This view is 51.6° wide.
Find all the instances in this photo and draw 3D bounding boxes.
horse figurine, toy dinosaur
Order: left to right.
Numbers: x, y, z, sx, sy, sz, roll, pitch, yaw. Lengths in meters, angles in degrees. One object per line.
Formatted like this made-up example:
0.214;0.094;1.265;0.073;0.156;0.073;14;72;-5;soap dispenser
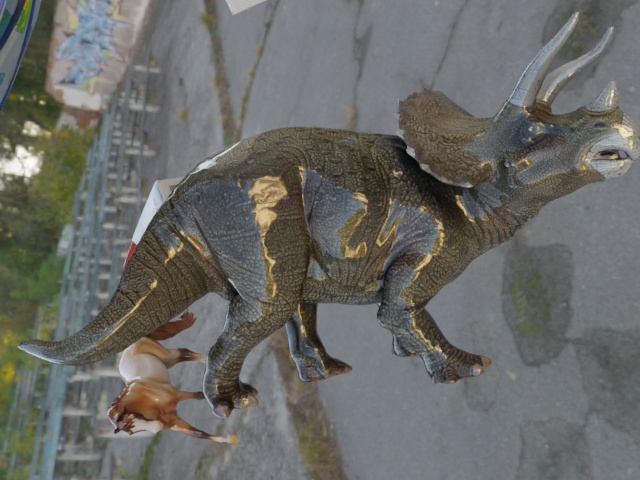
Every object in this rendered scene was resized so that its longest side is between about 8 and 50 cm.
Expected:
-0.207;0.184;0.891;0.066;0.174;0.263;-65;29;21;horse figurine
0.000;0.000;0.360;0.121;0.313;0.160;-23;-76;-83;toy dinosaur

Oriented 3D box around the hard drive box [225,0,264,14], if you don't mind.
-0.039;-0.325;0.501;0.089;0.181;0.232;-114;-1;-50;hard drive box

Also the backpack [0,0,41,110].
-0.335;-0.141;0.425;0.356;0.290;0.273;-54;21;-13;backpack

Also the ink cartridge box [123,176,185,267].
-0.114;-0.009;0.675;0.045;0.145;0.179;65;146;20;ink cartridge box
